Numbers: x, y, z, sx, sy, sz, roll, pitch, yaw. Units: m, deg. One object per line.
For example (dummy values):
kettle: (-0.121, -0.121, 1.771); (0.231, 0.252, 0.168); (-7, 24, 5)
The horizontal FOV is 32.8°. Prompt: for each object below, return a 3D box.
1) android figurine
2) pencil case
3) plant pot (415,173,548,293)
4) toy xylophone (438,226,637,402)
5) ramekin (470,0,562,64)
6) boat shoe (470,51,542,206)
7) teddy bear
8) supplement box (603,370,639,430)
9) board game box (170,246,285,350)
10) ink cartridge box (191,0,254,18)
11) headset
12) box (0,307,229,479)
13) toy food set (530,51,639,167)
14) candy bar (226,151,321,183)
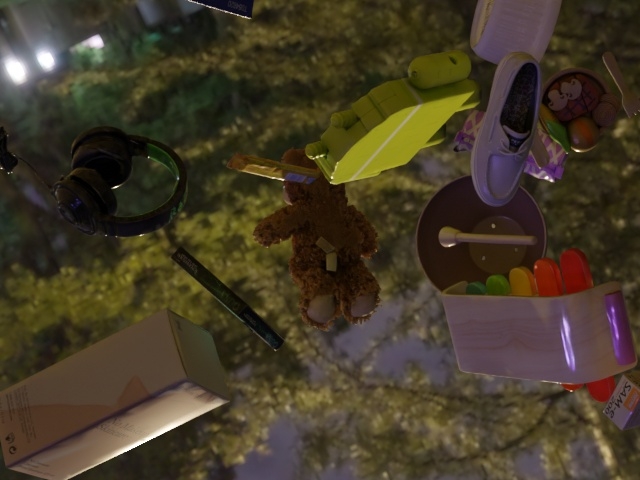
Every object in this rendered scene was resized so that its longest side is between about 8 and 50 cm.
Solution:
android figurine: (0.094, -0.154, 1.436); (0.273, 0.056, 0.248); (-18, 159, -43)
pencil case: (0.345, -0.171, 1.954); (0.206, 0.086, 0.088); (19, -156, 15)
plant pot: (0.372, 0.005, 2.394); (0.284, 0.284, 0.191); (-20, 168, 19)
toy xylophone: (0.269, 0.090, 1.454); (0.081, 0.236, 0.323); (-19, -163, -31)
ramekin: (0.339, -0.401, 1.899); (0.109, 0.207, 0.207); (14, -168, -5)
boat shoe: (0.224, -0.126, 1.269); (0.066, 0.184, 0.063); (14, -168, -7)
teddy bear: (0.000, 0.000, 1.961); (0.245, 0.338, 0.113); (-26, 176, -27)
supplement box: (0.396, 0.188, 1.311); (0.098, 0.062, 0.036); (-5, -143, -36)
board game box: (-0.143, 0.090, 1.680); (0.026, 0.126, 0.186); (-48, -131, -6)
ink cartridge box: (-0.133, -0.456, 1.614); (0.045, 0.224, 0.223); (15, -172, 32)
headset: (-0.468, -0.142, 2.212); (0.394, 0.185, 0.243); (8, -130, 6)
box: (-0.308, 0.232, 1.607); (0.311, 0.121, 0.148); (-27, 151, 13)
toy food set: (0.407, -0.208, 1.716); (0.192, 0.132, 0.038); (-30, -171, 1)
candy bar: (-0.071, -0.113, 1.733); (0.161, 0.018, 0.040); (9, 146, -31)
